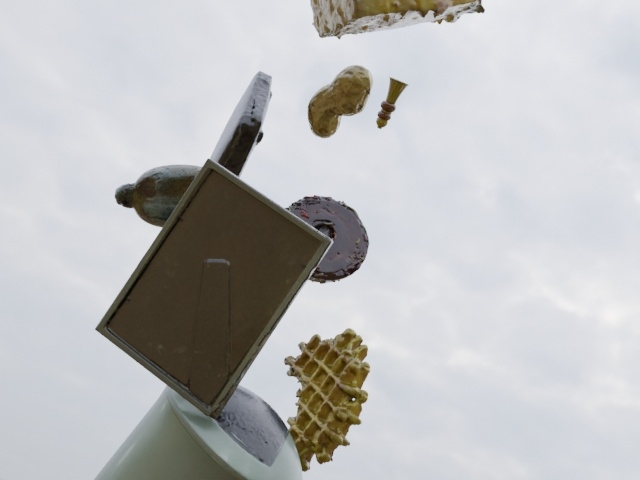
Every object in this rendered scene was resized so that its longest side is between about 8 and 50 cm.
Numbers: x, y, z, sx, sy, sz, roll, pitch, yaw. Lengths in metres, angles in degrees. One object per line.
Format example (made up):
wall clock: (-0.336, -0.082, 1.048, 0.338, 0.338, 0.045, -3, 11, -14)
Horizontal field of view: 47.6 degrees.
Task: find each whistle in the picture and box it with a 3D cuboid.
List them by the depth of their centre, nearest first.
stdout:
whistle: (0.143, -0.289, 1.530, 0.046, 0.057, 0.109, 16, -68, -20)

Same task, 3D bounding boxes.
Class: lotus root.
lotus root: (-0.256, -0.075, 1.250, 0.192, 0.113, 0.088, 0, 5, -5)

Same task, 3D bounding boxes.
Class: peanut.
peanut: (0.042, -0.333, 1.744, 0.098, 0.103, 0.229, 5, -28, -39)

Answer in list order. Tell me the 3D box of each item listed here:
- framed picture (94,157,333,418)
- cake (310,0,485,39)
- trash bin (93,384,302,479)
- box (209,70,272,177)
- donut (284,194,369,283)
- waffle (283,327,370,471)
framed picture: (-0.159, 0.068, 1.065, 0.232, 0.314, 0.024, 35, 1, 12)
cake: (0.136, -0.464, 1.188, 0.286, 0.227, 0.222, -11, 10, -16)
trash bin: (-0.232, 0.425, 1.169, 0.280, 0.432, 0.280, 41, 1, -1)
box: (-0.229, -0.249, 1.927, 0.091, 0.359, 0.350, 25, -57, -14)
donut: (0.000, 0.000, 1.777, 0.235, 0.235, 0.089, 25, -31, -9)
waffle: (-0.008, 0.307, 1.427, 0.069, 0.292, 0.260, 35, -42, -29)
